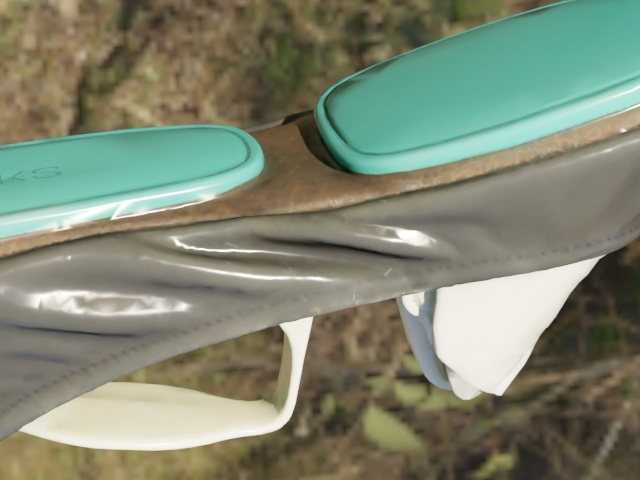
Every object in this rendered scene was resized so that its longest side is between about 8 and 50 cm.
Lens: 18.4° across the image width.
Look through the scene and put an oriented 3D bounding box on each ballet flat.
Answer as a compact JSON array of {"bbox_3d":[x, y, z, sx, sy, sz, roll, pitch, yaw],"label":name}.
[{"bbox_3d":[0.000,0.000,0.553,0.280,0.095,0.096,-13,116,0],"label":"ballet flat"}]
